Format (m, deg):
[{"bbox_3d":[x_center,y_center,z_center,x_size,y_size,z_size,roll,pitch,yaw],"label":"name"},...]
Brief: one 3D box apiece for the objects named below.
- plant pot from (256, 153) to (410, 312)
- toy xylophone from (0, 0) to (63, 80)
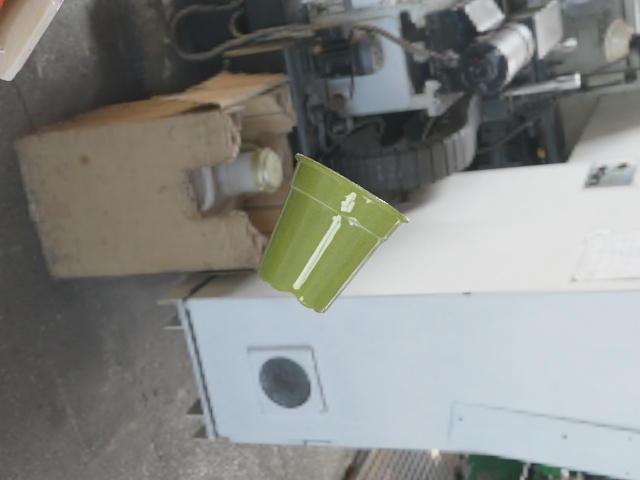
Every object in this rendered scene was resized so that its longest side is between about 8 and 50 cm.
[{"bbox_3d":[0.000,0.000,0.592,0.079,0.083,0.083,-58,152,0],"label":"plant pot"},{"bbox_3d":[-0.375,-0.202,0.729,0.323,0.236,0.081,4,57,-32],"label":"toy xylophone"}]
